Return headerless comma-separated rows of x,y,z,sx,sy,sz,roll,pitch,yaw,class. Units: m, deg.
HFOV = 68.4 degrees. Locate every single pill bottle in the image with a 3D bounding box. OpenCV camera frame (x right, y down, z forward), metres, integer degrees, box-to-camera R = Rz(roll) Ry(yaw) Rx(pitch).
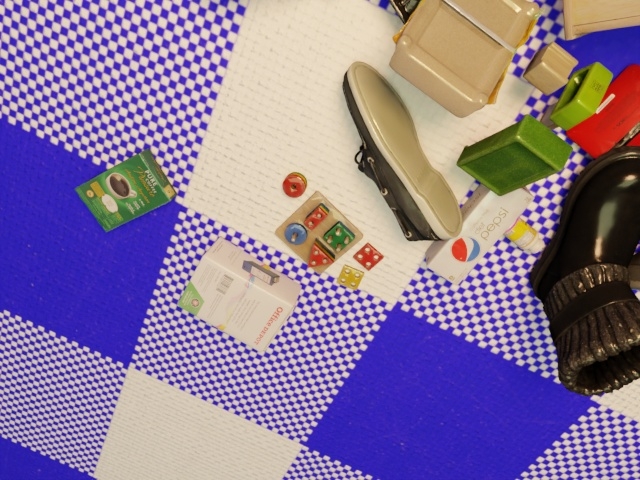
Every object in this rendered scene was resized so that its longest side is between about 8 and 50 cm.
0.375,-0.012,0.878,0.083,0.043,0.043,36,116,-9,pill bottle

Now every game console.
0.512,-0.194,0.785,0.124,0.085,0.144,49,117,20,game console

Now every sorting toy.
0.000,0.000,0.947,0.274,0.046,0.132,43,115,-12,sorting toy

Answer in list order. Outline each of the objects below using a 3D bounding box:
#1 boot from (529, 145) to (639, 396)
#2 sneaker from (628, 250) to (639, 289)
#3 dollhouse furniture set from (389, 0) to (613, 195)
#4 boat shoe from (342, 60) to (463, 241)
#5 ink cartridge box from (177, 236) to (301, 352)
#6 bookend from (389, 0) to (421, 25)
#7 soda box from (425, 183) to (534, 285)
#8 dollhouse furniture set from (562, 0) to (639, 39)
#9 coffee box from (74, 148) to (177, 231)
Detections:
0.466,0.053,0.749,0.131,0.260,0.348,10,125,4,boot
0.656,-0.032,0.797,0.340,0.125,0.140,-33,85,20,sneaker
0.243,-0.243,0.714,0.301,0.151,0.198,34,77,-8,dollhouse furniture set
0.119,-0.138,0.825,0.113,0.127,0.340,-22,111,46,boat shoe
-0.170,0.119,1.007,0.212,0.093,0.154,31,117,-4,ink cartridge box
0.178,-0.397,0.712,0.156,0.072,0.157,-32,107,21,bookend
0.287,-0.025,0.874,0.073,0.069,0.216,31,116,-5,soda box
0.541,-0.394,0.576,0.394,0.256,0.362,-24,114,-17,dollhouse furniture set
-0.400,-0.101,0.970,0.184,0.040,0.113,-23,110,19,coffee box
